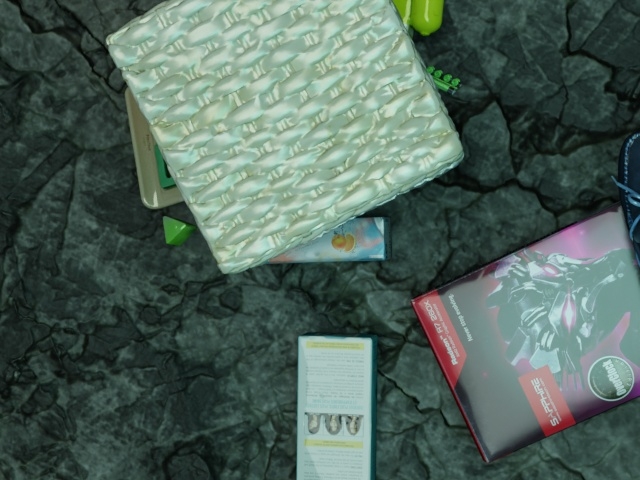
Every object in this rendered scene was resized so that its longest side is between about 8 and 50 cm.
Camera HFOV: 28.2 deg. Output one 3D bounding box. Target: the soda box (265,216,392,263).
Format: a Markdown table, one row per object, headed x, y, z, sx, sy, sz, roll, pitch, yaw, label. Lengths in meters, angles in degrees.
| x | y | z | sx | sy | sz | roll | pitch | yaw | label |
| --- | --- | --- | --- | --- | --- | --- | --- | --- | --- |
| 0.000 | 0.000 | 1.680 | 0.183 | 0.063 | 0.058 | -3 | 90 | 11 | soda box |

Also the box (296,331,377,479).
| x | y | z | sx | sy | sz | roll | pitch | yaw | label |
| --- | --- | --- | --- | --- | --- | --- | --- | --- | --- |
| 0.023 | 0.246 | 1.681 | 0.100 | 0.060 | 0.244 | 1 | 91 | 11 | box |

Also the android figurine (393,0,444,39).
| x | y | z | sx | sy | sz | roll | pitch | yaw | label |
| --- | --- | --- | --- | --- | --- | --- | --- | --- | --- |
| 0.040 | -0.315 | 1.663 | 0.248 | 0.056 | 0.273 | 7 | 88 | 15 | android figurine |

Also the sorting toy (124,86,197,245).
| x | y | z | sx | sy | sz | roll | pitch | yaw | label |
| --- | --- | --- | --- | --- | --- | --- | --- | --- | --- |
| -0.170 | -0.153 | 1.690 | 0.196 | 0.047 | 0.348 | -15 | 78 | 22 | sorting toy |

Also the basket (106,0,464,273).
| x | y | z | sx | sy | sz | roll | pitch | yaw | label |
| --- | --- | --- | --- | --- | --- | --- | --- | --- | --- |
| -0.029 | -0.165 | 1.502 | 0.331 | 0.266 | 0.328 | -27 | 94 | 3 | basket |

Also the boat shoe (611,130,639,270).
| x | y | z | sx | sy | sz | roll | pitch | yaw | label |
| --- | --- | --- | --- | --- | --- | --- | --- | --- | --- |
| 0.414 | -0.011 | 1.489 | 0.109 | 0.089 | 0.258 | -18 | 79 | 13 | boat shoe |

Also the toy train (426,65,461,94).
| x | y | z | sx | sy | sz | roll | pitch | yaw | label |
| --- | --- | --- | --- | --- | --- | --- | --- | --- | --- |
| 0.145 | -0.216 | 1.672 | 0.083 | 0.017 | 0.024 | 28 | 106 | 9 | toy train |

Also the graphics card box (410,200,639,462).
| x | y | z | sx | sy | sz | roll | pitch | yaw | label |
| --- | --- | --- | --- | --- | --- | --- | --- | --- | --- |
| 0.325 | 0.100 | 1.603 | 0.370 | 0.094 | 0.233 | -25 | 85 | 9 | graphics card box |
